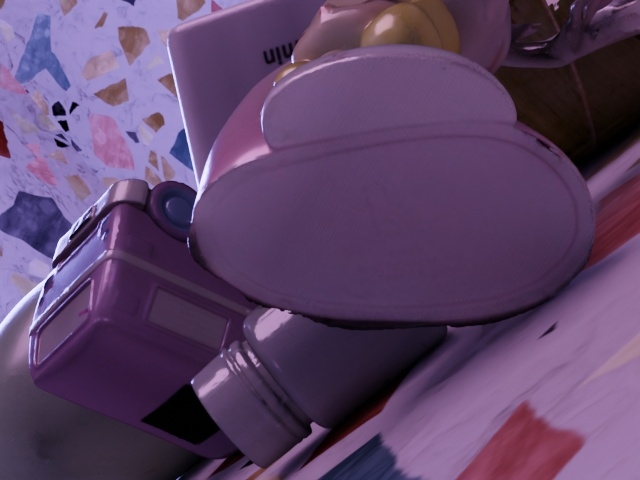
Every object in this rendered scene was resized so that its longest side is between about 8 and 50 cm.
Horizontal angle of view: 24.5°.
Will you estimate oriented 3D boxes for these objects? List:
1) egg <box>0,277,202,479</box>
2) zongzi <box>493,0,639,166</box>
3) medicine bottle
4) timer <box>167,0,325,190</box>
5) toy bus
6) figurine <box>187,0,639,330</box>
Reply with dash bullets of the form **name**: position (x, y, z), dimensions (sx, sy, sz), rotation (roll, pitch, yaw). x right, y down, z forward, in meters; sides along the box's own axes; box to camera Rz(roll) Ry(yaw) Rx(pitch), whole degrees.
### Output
- **egg**: position (-0.172, 0.113, 1.254), dimensions (0.283, 0.203, 0.203), rotation (-37, -1, -32)
- **zongzi**: position (0.223, -0.147, 1.067), dimensions (0.300, 0.145, 0.274), rotation (-22, 2, 20)
- **medicine bottle**: position (-0.002, 0.060, 0.816), dimensions (0.130, 0.080, 0.080), rotation (-39, 1, 2)
- **timer**: position (0.011, -0.090, 1.196), dimensions (0.194, 0.195, 0.192), rotation (-17, -11, 16)
- **toy bus**: position (-0.095, 0.064, 1.070), dimensions (0.142, 0.202, 0.142), rotation (-42, 32, 42)
- **figurine**: position (0.099, -0.114, 0.763), dimensions (0.284, 0.206, 0.315), rotation (-36, 23, 32)
